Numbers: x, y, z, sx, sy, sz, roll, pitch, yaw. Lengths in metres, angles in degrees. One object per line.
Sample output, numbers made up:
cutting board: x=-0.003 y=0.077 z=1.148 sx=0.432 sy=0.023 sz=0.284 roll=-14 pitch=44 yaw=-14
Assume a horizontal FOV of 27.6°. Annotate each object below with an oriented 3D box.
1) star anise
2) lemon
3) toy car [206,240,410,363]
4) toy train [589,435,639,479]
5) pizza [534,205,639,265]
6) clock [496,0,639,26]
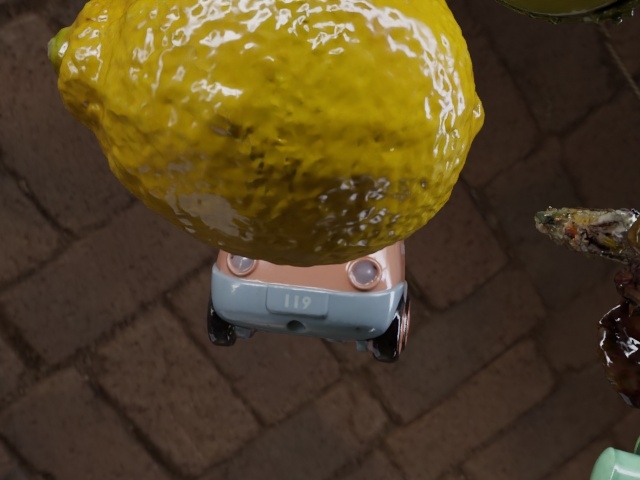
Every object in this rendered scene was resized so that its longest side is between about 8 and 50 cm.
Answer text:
star anise: x=0.308 y=0.033 z=1.087 sx=0.220 sy=0.126 sz=0.190 roll=-24 pitch=138 yaw=-43
lemon: x=-0.020 y=-0.063 z=0.541 sx=0.187 sy=0.142 sz=0.142 roll=9 pitch=116 yaw=-9
toy car: x=0.000 y=0.000 z=1.250 sx=0.180 sy=0.270 sz=0.212 roll=6 pitch=90 yaw=6
toy train: x=0.322 y=0.240 z=0.968 sx=0.271 sy=0.159 sz=0.188 roll=16 pitch=104 yaw=1
pizza: x=0.343 y=-0.002 z=1.530 sx=0.185 sy=0.195 sz=0.052 roll=18 pitch=82 yaw=5
clock: x=0.161 y=-0.259 z=0.957 sx=0.057 sy=0.237 sz=0.237 roll=-45 pitch=136 yaw=-41
